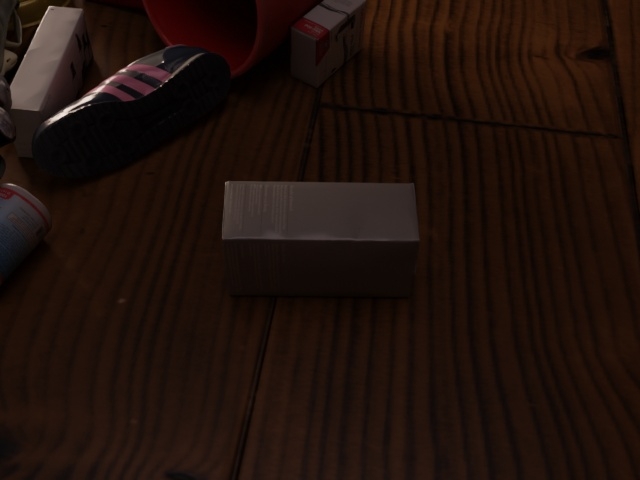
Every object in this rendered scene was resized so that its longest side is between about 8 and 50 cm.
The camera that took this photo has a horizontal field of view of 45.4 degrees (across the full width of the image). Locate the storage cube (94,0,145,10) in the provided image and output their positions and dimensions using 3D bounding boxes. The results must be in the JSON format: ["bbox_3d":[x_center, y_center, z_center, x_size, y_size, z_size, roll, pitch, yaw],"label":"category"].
[{"bbox_3d":[-0.316,-0.533,1.325,0.193,0.215,0.183,14,53,17],"label":"storage cube"}]

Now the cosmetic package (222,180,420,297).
[{"bbox_3d":[0.000,0.000,0.957,0.238,0.127,0.107,0,52,-4],"label":"cosmetic package"}]

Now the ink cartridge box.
[{"bbox_3d":[0.013,-0.327,1.236,0.056,0.099,0.135,30,57,21],"label":"ink cartridge box"}]

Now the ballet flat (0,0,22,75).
[{"bbox_3d":[-0.516,-0.314,1.229,0.068,0.072,0.213,18,55,-38],"label":"ballet flat"}]

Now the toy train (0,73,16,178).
[{"bbox_3d":[-0.547,-0.115,0.988,0.334,0.142,0.190,-25,49,6],"label":"toy train"}]

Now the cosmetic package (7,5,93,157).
[{"bbox_3d":[-0.405,-0.242,1.157,0.060,0.099,0.239,3,52,2],"label":"cosmetic package"}]

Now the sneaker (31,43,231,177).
[{"bbox_3d":[-0.291,-0.197,1.136,0.319,0.112,0.131,-32,42,-27],"label":"sneaker"}]

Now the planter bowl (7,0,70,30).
[{"bbox_3d":[-0.551,-0.468,1.339,0.217,0.090,0.217,1,52,-1],"label":"planter bowl"}]

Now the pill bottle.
[{"bbox_3d":[-0.419,0.010,0.960,0.087,0.087,0.160,20,53,14],"label":"pill bottle"}]

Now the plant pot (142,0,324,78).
[{"bbox_3d":[-0.116,-0.428,1.225,0.275,0.275,0.243,33,48,23],"label":"plant pot"}]
